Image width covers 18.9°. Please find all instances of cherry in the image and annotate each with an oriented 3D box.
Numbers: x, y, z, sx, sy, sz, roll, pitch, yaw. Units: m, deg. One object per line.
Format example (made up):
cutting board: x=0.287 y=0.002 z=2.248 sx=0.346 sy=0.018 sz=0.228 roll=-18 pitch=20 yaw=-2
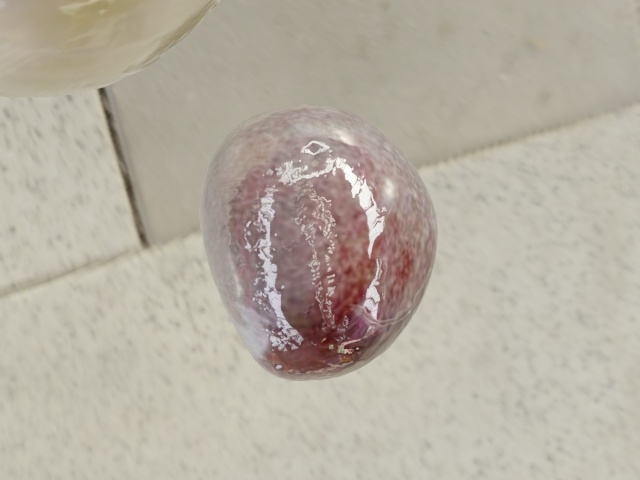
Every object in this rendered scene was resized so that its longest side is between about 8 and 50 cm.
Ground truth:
cherry: x=-0.002 y=-0.001 z=1.201 sx=0.140 sy=0.176 sz=0.176 roll=-22 pitch=110 yaw=18

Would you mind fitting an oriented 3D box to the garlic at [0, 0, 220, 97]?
garlic: x=-0.091 y=-0.210 z=0.856 sx=0.196 sy=0.151 sz=0.338 roll=38 pitch=58 yaw=-24
